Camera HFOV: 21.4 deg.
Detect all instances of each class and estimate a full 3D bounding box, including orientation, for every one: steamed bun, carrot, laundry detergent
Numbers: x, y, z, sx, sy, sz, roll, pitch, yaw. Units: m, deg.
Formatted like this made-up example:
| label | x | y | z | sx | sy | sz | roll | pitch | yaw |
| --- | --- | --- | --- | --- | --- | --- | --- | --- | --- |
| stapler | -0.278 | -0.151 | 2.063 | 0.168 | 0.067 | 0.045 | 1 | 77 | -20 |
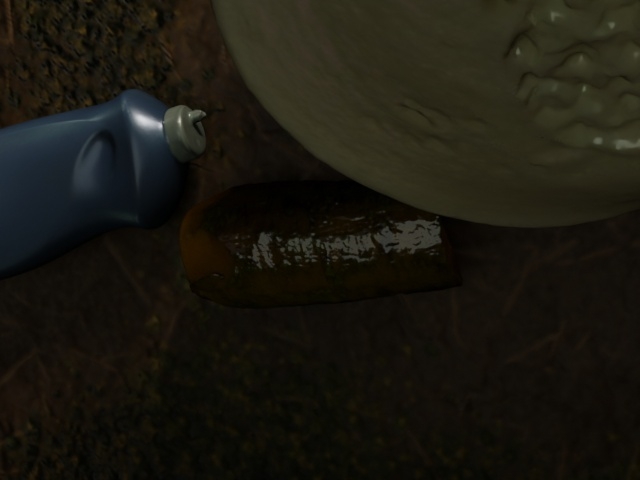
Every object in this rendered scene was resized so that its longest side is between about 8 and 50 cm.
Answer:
| label | x | y | z | sx | sy | sz | roll | pitch | yaw |
| --- | --- | --- | --- | --- | --- | --- | --- | --- | --- |
| steamed bun | 0.119 | -0.246 | 0.709 | 0.290 | 0.371 | 0.456 | 22 | 147 | -19 |
| carrot | 0.000 | 0.000 | 1.037 | 0.173 | 0.082 | 0.082 | -6 | 100 | 14 |
| laundry detergent | -0.160 | -0.040 | 1.096 | 0.206 | 0.061 | 0.096 | -19 | 87 | 22 |
